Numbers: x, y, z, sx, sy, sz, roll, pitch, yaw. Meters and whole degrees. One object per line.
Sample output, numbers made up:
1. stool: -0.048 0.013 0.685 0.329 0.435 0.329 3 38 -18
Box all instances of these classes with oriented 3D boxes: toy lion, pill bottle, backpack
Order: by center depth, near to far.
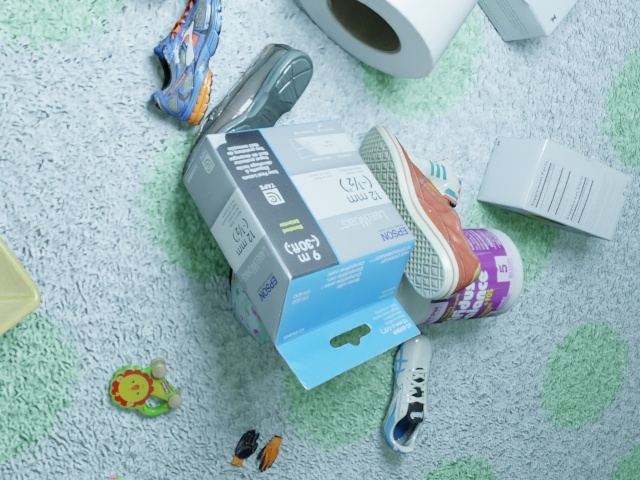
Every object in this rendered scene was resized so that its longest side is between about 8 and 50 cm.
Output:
1. backpack: -0.076 0.092 0.970 0.115 0.182 0.152 -23 111 -20
2. toy lion: -0.283 0.239 0.993 0.096 0.034 0.100 -25 112 -11
3. pill bottle: 0.193 0.065 1.101 0.302 0.169 0.169 -3 103 -25

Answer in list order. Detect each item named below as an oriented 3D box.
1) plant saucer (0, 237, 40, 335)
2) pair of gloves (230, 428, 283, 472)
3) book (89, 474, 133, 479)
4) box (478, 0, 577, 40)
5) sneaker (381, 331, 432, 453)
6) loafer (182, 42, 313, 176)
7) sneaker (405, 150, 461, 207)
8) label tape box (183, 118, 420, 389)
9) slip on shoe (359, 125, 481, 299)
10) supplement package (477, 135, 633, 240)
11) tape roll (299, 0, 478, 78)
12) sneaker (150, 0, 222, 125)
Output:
1. plant saucer: -0.551 0.038 0.706 0.332 0.081 0.332 61 35 -18
2. pair of gloves: -0.113 0.378 1.116 0.083 0.010 0.074 25 92 -25
3. book: -0.377 0.432 0.992 0.144 0.035 0.096 1 98 -24
4. box: 0.368 -0.482 1.087 0.181 0.119 0.182 44 82 -27
5. sneaker: 0.178 0.294 1.195 0.085 0.086 0.237 7 97 -25
6. loafer: -0.121 -0.190 0.955 0.267 0.084 0.096 -50 148 -4
7. sneaker: 0.199 -0.127 1.132 0.161 0.057 0.075 35 69 -26
8. label tape box: 0.000 0.000 0.878 0.249 0.115 0.347 -16 65 -42
9. slip on shoe: 0.150 -0.051 1.001 0.101 0.331 0.123 -3 143 -33
10. supplement package: 0.454 -0.101 1.206 0.244 0.139 0.133 15 94 -26
11. tape roll: 0.106 -0.381 0.914 0.246 0.246 0.169 35 86 -28
12. sneaker: -0.192 -0.281 0.889 0.087 0.083 0.221 8 95 -19
